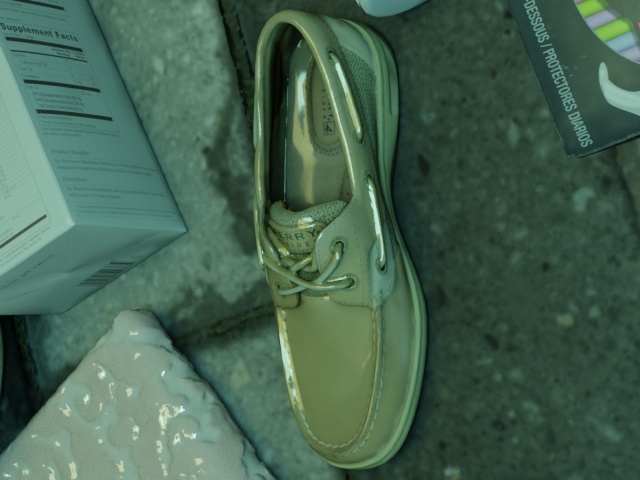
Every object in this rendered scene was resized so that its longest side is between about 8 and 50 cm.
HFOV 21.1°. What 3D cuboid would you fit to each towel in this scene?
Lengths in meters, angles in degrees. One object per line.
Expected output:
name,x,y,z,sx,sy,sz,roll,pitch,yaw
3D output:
towel,-0.134,0.270,1.219,0.317,0.053,0.332,-47,67,20

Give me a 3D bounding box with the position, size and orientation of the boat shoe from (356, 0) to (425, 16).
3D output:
boat shoe,0.117,-0.268,1.066,0.301,0.108,0.102,-39,70,30

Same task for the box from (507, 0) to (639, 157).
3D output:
box,0.246,-0.171,0.942,0.270,0.143,0.165,-23,89,28

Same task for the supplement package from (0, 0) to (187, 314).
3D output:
supplement package,-0.225,-0.084,1.239,0.139,0.134,0.244,-31,73,26

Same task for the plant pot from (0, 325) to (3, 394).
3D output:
plant pot,-0.339,0.104,1.249,0.191,0.284,0.284,7,92,2

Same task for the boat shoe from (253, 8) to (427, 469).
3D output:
boat shoe,0.000,0.000,1.122,0.109,0.098,0.302,-4,86,31
